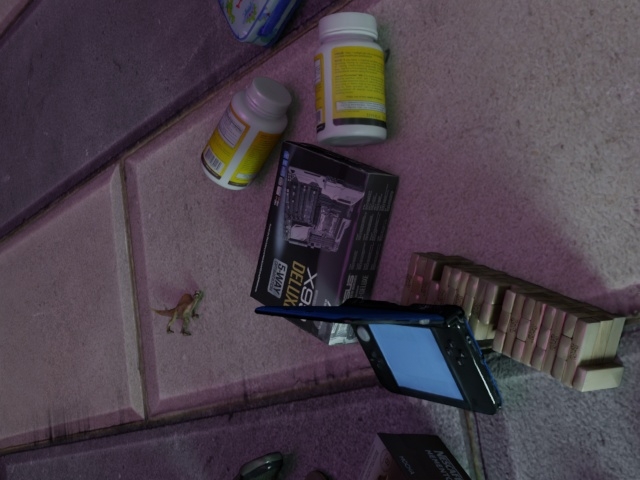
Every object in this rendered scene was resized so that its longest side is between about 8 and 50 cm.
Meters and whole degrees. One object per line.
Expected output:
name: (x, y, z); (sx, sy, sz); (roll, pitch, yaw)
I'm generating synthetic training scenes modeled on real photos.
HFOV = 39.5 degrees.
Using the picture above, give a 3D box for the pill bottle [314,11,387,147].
pill bottle: (0.049, -0.269, 1.500); (0.119, 0.119, 0.208); (-7, 83, 50)

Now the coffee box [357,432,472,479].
coffee box: (0.118, 0.463, 1.360); (0.168, 0.119, 0.297); (52, 127, 56)

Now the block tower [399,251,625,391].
block tower: (0.264, 0.102, 1.248); (0.335, 0.091, 0.097); (25, 109, 48)

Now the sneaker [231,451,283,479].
sneaker: (-0.116, 0.494, 1.697); (0.227, 0.087, 0.130); (-54, 52, 38)

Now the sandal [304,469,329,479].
sandal: (-0.023, 0.491, 1.546); (0.090, 0.060, 0.219); (-54, 21, 39)

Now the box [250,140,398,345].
box: (0.000, 0.000, 1.580); (0.242, 0.077, 0.307); (28, 109, 47)

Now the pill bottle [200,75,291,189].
pill bottle: (-0.141, -0.209, 1.726); (0.215, 0.117, 0.117); (-54, 50, 33)

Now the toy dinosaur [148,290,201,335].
toy dinosaur: (-0.313, 0.165, 1.984); (0.183, 0.053, 0.092); (-23, 55, 40)

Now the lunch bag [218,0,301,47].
lunch bag: (-0.105, -0.494, 1.716); (0.219, 0.090, 0.176); (-53, 50, 35)

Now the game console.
game console: (0.078, 0.170, 1.305); (0.293, 0.173, 0.250); (-1, 118, 60)
